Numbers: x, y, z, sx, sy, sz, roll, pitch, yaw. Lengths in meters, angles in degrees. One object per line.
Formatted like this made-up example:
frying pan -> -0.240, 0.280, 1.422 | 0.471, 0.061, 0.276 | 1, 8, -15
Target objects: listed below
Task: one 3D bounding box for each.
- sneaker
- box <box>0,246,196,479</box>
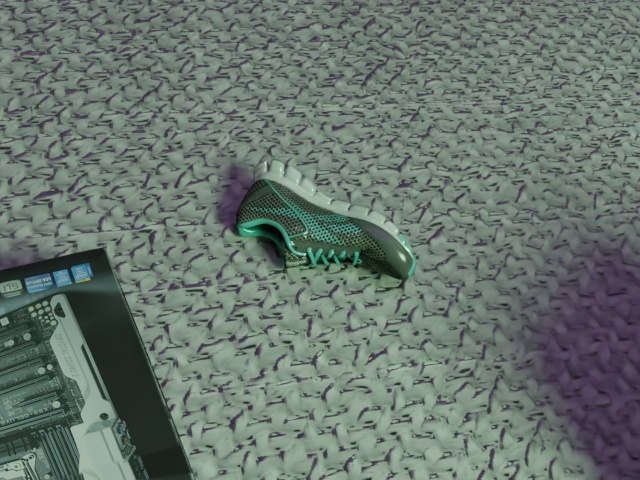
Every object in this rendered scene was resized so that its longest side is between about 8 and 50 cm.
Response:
sneaker -> 0.000, 0.000, 0.799 | 0.167, 0.065, 0.076 | 27, 65, 14
box -> -0.250, 0.147, 0.585 | 0.308, 0.076, 0.242 | -12, 54, -24
